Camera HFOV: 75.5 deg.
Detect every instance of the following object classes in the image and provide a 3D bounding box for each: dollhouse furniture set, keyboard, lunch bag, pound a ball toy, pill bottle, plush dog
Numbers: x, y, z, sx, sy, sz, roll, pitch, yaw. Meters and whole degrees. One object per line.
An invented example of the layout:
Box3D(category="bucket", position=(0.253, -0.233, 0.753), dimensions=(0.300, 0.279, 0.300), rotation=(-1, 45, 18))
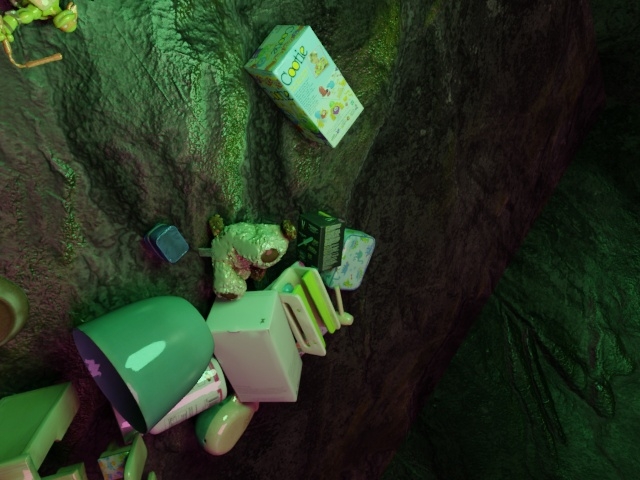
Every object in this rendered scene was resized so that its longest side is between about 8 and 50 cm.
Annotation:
Box3D(category="dollhouse furniture set", position=(-0.599, 0.560, 0.898), dimensions=(0.363, 0.256, 0.393), rotation=(-12, 106, -8))
Box3D(category="keyboard", position=(-0.148, 0.166, 1.370), dimensions=(0.256, 0.014, 0.072), rotation=(-41, 133, -17))
Box3D(category="lunch bag", position=(0.096, 0.069, 1.478), dimensions=(0.176, 0.090, 0.218), rotation=(7, 107, -42))
Box3D(category="pound a ball toy", position=(-0.026, 0.217, 1.351), dimensions=(0.208, 0.136, 0.319), rotation=(-55, 135, -40))
Box3D(category="pill bottle", position=(-0.426, 0.436, 1.164), dimensions=(0.283, 0.160, 0.160), rotation=(-18, 123, -34))
Box3D(category="lunch bag", position=(-0.386, 0.007, 1.039), dimensions=(0.067, 0.065, 0.098), rotation=(-49, 136, -32))
Box3D(category="plush dog", position=(-0.188, 0.020, 1.171), dimensions=(0.262, 0.210, 0.226), rotation=(-44, 158, 26))

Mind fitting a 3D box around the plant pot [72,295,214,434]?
Box3D(category="plant pot", position=(-0.409, 0.274, 1.017), dimensions=(0.235, 0.293, 0.292), rotation=(-34, 132, -41))

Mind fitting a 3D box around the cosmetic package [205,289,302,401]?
Box3D(category="cosmetic package", position=(-0.190, 0.330, 1.255), dimensions=(0.155, 0.197, 0.365), rotation=(-80, 164, -51))

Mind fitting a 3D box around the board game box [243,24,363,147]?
Box3D(category="board game box", position=(-0.037, -0.394, 1.075), dimensions=(0.144, 0.142, 0.275), rotation=(-54, 136, -5))

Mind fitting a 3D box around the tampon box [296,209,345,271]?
Box3D(category="tampon box", position=(0.000, 0.000, 1.334), dimensions=(0.102, 0.120, 0.160), rotation=(-14, 121, -36))

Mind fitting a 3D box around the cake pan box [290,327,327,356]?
Box3D(category="cake pan box", position=(-0.083, 0.287, 1.454), dimensions=(0.267, 0.070, 0.245), rotation=(-39, 130, -18))

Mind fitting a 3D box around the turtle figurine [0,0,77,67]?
Box3D(category="turtle figurine", position=(-0.487, -0.442, 0.693), dimensions=(0.269, 0.087, 0.217), rotation=(-57, 132, -18))

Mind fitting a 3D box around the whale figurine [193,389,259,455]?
Box3D(category="whale figurine", position=(-0.310, 0.582, 1.391), dimensions=(0.272, 0.141, 0.216), rotation=(-26, 131, -60))

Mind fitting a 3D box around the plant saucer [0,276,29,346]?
Box3D(category="plant saucer", position=(-0.717, 0.163, 0.851), dimensions=(0.199, 0.036, 0.198), rotation=(-21, 125, -33))
